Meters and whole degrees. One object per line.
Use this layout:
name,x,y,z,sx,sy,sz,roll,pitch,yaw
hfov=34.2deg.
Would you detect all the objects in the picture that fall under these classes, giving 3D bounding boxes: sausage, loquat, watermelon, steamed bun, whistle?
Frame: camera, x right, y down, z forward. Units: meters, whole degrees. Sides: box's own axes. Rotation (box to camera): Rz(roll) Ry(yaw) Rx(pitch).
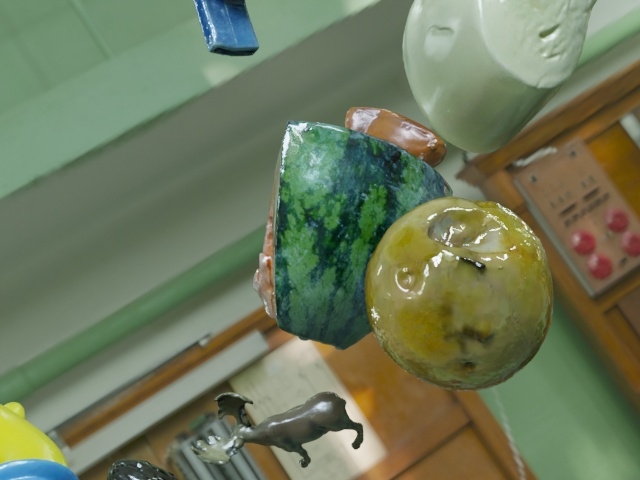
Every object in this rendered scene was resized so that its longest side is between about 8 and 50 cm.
sausage,0.120,-0.162,1.687,0.089,0.179,0.089,-41,-34,-36
loquat,0.164,0.068,1.244,0.244,0.244,0.244,-33,-8,-5
watermelon,0.038,0.009,1.437,0.292,0.250,0.283,95,-169,-84
steamed bun,0.339,-0.433,1.998,0.371,0.290,0.456,130,160,-62
whistle,-0.085,-0.259,0.972,0.090,0.158,0.090,-17,-18,-5

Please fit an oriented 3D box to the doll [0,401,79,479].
doll,-0.386,0.237,1.160,0.363,0.145,0.199,14,30,32

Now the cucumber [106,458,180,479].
cucumber,-0.083,0.312,0.946,0.081,0.303,0.072,-31,-17,-34

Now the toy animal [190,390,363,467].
toy animal,-0.061,0.263,1.482,0.214,0.093,0.186,-26,-32,17
